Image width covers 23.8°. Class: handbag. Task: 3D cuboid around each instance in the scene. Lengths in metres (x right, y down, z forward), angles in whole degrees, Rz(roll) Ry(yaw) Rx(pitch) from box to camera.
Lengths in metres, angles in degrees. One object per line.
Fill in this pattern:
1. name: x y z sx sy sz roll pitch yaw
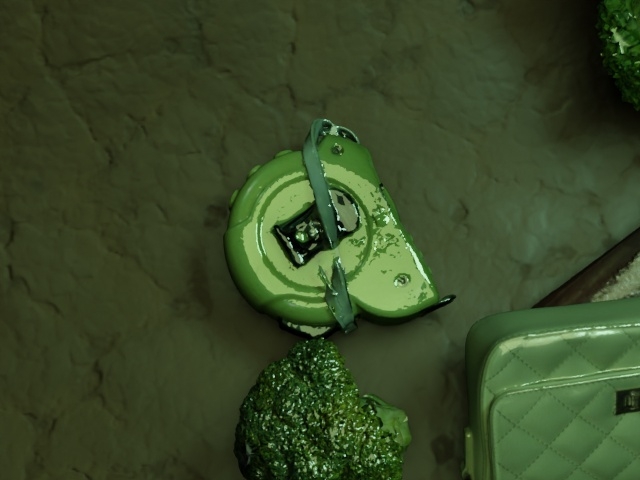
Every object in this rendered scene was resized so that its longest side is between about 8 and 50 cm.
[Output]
1. handbag: 0.233 0.154 1.167 0.256 0.079 0.219 -7 107 -6

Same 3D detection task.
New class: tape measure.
1. tape measure: 0.000 0.000 1.211 0.154 0.087 0.177 -25 79 -3

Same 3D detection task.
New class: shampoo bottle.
1. shampoo bottle: 0.279 0.010 1.216 0.236 0.068 0.067 -35 85 -4

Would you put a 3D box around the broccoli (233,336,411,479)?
1. broccoli: 0.003 0.162 1.169 0.138 0.146 0.162 -5 62 -32

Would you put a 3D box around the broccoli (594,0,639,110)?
1. broccoli: 0.377 -0.221 1.145 0.310 0.321 0.413 4 77 -29
